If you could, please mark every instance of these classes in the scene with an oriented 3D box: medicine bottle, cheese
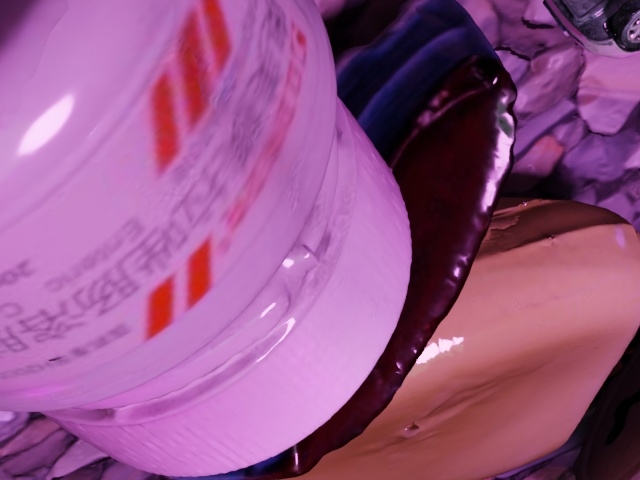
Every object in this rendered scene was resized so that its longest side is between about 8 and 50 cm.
[{"bbox_3d":[-0.114,-0.045,0.867,0.256,0.256,0.325,-33,143,6],"label":"medicine bottle"},{"bbox_3d":[0.046,0.081,1.234,0.316,0.128,0.259,-6,140,-25],"label":"cheese"}]

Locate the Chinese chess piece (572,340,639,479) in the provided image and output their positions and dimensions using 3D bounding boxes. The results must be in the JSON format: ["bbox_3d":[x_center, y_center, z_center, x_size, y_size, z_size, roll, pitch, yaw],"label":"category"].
[{"bbox_3d":[0.267,0.119,1.353,0.092,0.238,0.237,31,122,-6],"label":"Chinese chess piece"}]

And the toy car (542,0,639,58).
[{"bbox_3d":[0.224,-0.181,1.066,0.224,0.090,0.076,-36,147,10],"label":"toy car"}]

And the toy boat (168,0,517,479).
[{"bbox_3d":[0.000,0.000,1.073,0.129,0.142,0.309,30,87,-44],"label":"toy boat"}]
